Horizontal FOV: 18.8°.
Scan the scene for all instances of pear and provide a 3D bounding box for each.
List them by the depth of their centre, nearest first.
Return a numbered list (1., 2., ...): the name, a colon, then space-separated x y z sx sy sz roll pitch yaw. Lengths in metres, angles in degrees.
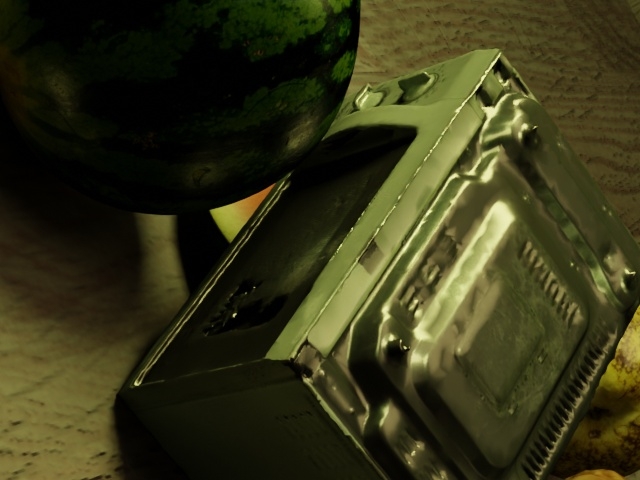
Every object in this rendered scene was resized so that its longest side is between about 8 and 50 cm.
1. pear: 0.234 0.114 1.676 0.197 0.197 0.197 48 24 -29

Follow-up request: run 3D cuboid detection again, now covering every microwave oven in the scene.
1. microwave oven: 0.059 0.056 1.225 0.237 0.181 0.295 52 49 -20

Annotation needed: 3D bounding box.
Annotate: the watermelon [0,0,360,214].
1. watermelon: -0.100 -0.153 1.207 0.269 0.269 0.269 48 24 -29

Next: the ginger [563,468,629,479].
1. ginger: 0.265 0.331 1.546 0.165 0.172 0.321 -38 92 -32

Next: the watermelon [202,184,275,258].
1. watermelon: -0.019 0.008 1.403 0.193 0.137 0.145 -100 -171 -47
